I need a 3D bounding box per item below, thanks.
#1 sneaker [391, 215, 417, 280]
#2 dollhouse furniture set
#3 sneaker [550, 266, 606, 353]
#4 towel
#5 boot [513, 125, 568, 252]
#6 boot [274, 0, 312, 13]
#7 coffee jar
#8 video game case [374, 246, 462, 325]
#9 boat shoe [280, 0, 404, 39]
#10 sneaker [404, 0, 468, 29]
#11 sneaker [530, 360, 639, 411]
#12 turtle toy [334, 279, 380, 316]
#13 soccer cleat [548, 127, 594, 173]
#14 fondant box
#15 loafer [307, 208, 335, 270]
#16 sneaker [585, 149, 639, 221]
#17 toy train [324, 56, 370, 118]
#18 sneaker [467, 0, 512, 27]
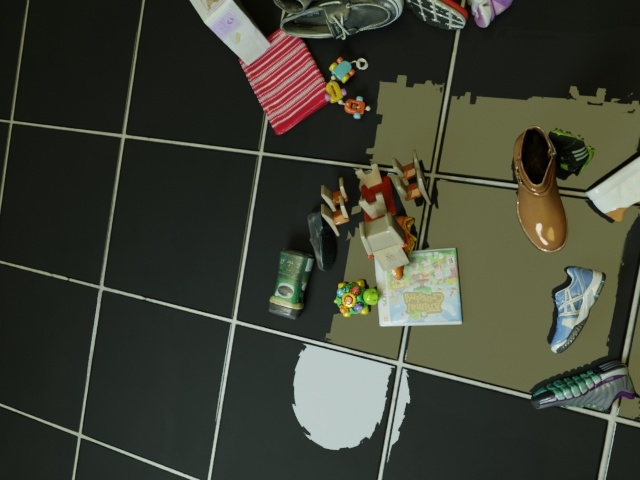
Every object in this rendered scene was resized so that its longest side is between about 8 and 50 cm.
[{"bbox_3d":[0.207,0.015,1.280,0.067,0.064,0.175,-1,70,23],"label":"sneaker"},{"bbox_3d":[0.149,-0.067,1.266,0.262,0.135,0.259,-19,44,18],"label":"dollhouse furniture set"},{"bbox_3d":[0.577,0.159,1.169,0.081,0.080,0.211,25,88,24],"label":"sneaker"},{"bbox_3d":[-0.102,-0.459,1.435,0.198,0.031,0.275,-30,79,16],"label":"towel"},{"bbox_3d":[0.492,-0.111,1.119,0.109,0.220,0.284,-6,87,19],"label":"boot"},{"bbox_3d":[-0.050,-0.690,1.341,0.189,0.076,0.208,27,76,39],"label":"boot"},{"bbox_3d":[-0.081,0.120,1.393,0.096,0.079,0.184,14,93,17],"label":"coffee jar"},{"bbox_3d":[0.250,0.122,1.306,0.212,0.023,0.193,-5,88,19],"label":"video game case"},{"bbox_3d":[0.050,-0.578,1.324,0.335,0.121,0.119,6,61,29],"label":"boat shoe"},{"bbox_3d":[0.268,-0.642,1.272,0.279,0.107,0.118,41,93,13],"label":"sneaker"},{"bbox_3d":[0.601,0.360,1.151,0.223,0.083,0.098,-27,85,16],"label":"sneaker"},{"bbox_3d":[0.096,0.152,1.337,0.130,0.066,0.095,-11,86,19],"label":"turtle toy"},{"bbox_3d":[0.556,-0.196,1.129,0.060,0.179,0.072,37,107,47],"label":"soccer cleat"},{"bbox_3d":[-0.294,-0.672,1.380,0.096,0.238,0.330,-37,73,11],"label":"fondant box"},{"bbox_3d":[0.000,0.000,1.385,0.061,0.062,0.170,-7,83,41],"label":"loafer"},{"bbox_3d":[0.745,-0.152,1.103,0.290,0.106,0.123,-40,83,24],"label":"sneaker"},{"bbox_3d":[0.074,-0.409,1.368,0.125,0.046,0.166,6,81,-7],"label":"toy train"},{"bbox_3d":[0.396,-0.648,1.235,0.104,0.095,0.236,-24,86,11],"label":"sneaker"}]
